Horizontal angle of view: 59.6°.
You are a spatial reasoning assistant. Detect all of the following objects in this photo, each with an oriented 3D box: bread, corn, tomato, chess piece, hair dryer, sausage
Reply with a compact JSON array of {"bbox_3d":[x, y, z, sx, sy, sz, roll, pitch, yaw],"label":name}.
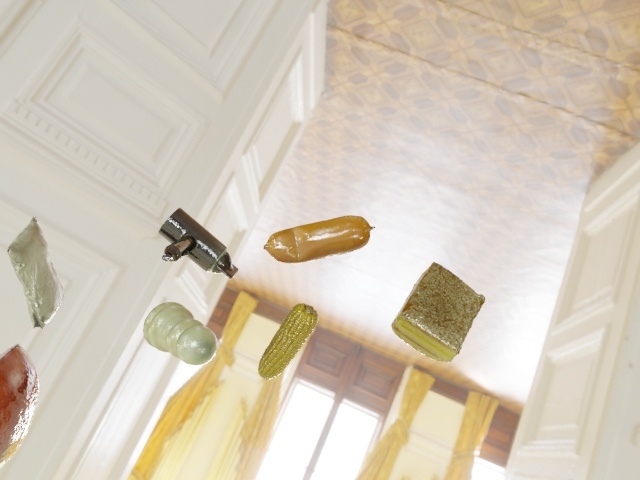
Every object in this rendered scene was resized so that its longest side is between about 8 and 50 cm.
[{"bbox_3d":[0.311,0.193,1.488,0.184,0.234,0.111,34,139,9],"label":"bread"},{"bbox_3d":[-0.083,0.255,1.407,0.080,0.231,0.080,28,-159,-12],"label":"corn"},{"bbox_3d":[-0.684,0.375,1.131,0.176,0.289,0.335,44,-177,-11],"label":"tomato"},{"bbox_3d":[-0.370,0.266,1.518,0.144,0.145,0.251,40,165,-36],"label":"chess piece"},{"bbox_3d":[-0.273,0.031,1.186,0.195,0.078,0.248,40,-169,-4],"label":"hair dryer"},{"bbox_3d":[0.000,0.000,0.886,0.183,0.062,0.054,-14,171,-8],"label":"sausage"}]

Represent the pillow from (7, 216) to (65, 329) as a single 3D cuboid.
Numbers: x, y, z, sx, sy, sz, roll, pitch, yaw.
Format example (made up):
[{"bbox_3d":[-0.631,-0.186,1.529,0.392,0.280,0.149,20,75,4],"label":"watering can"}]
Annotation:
[{"bbox_3d":[-0.670,0.078,1.325,0.050,0.148,0.230,-4,119,-2],"label":"pillow"}]
